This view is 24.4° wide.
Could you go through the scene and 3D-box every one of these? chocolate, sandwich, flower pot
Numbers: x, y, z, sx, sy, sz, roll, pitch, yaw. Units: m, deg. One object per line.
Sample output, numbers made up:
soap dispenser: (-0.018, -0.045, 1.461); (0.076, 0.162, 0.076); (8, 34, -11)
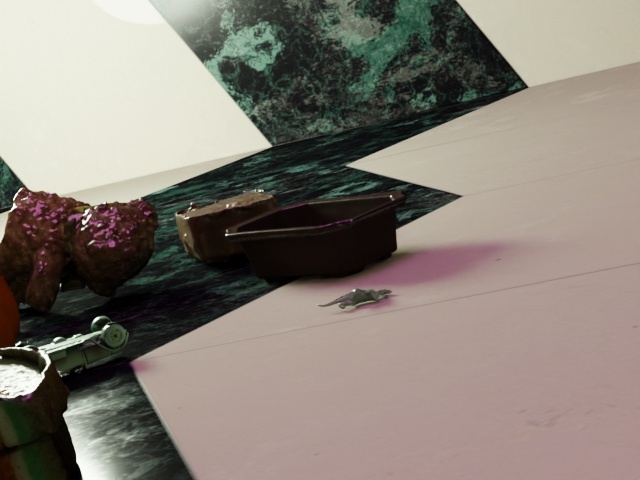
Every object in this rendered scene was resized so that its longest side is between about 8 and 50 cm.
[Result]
chocolate: (-0.143, -0.019, 2.313); (0.148, 0.093, 0.214); (-18, 9, -9)
sandwich: (-0.332, 0.188, 1.427); (0.212, 0.109, 0.292); (-31, 15, -37)
flower pot: (0.000, 0.000, 2.035); (0.251, 0.084, 0.179); (-3, 14, 44)

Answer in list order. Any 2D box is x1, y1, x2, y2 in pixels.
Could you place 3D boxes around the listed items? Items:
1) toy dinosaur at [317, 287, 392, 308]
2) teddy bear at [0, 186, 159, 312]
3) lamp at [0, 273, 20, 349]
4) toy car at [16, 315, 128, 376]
toy dinosaur: (0.044, 0.067, 1.783); (0.083, 0.021, 0.062); (-3, 8, 34)
teddy bear: (-0.390, 0.041, 2.252); (0.296, 0.222, 0.246); (-58, -5, 28)
lamp: (-0.460, 0.113, 1.745); (0.223, 0.196, 0.223); (-18, 45, 19)
toy car: (-0.307, 0.136, 1.809); (0.143, 0.054, 0.073); (-17, 8, -21)
